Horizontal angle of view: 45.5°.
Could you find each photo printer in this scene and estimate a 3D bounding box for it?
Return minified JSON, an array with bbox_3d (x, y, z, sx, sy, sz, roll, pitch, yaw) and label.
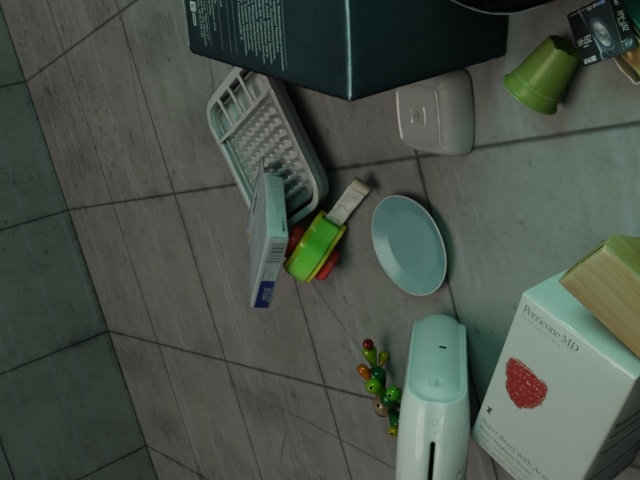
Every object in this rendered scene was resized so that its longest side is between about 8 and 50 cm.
[{"bbox_3d":[0.180,0.294,1.226,0.107,0.307,0.256,4,110,8],"label":"photo printer"}]

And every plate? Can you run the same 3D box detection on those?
[{"bbox_3d":[0.160,0.007,1.349,0.188,0.024,0.188,31,132,42],"label":"plate"}]

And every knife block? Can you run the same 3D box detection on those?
[{"bbox_3d":[0.425,0.127,0.845,0.088,0.276,0.242,124,148,-51],"label":"knife block"}]

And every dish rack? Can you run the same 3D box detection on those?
[{"bbox_3d":[-0.103,-0.190,1.573,0.285,0.072,0.332,-32,81,56],"label":"dish rack"}]

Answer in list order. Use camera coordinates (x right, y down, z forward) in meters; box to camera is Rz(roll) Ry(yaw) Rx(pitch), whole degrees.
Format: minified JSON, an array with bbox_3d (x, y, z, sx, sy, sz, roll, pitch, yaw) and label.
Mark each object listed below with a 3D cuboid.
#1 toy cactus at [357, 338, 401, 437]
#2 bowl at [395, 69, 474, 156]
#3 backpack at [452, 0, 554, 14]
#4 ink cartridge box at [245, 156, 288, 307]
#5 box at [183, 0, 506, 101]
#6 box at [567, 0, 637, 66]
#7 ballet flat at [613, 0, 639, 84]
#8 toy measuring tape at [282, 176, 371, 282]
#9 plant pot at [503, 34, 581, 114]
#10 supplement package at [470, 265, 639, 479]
[{"bbox_3d":[0.139,0.305,1.506,0.219,0.112,0.180,53,163,18],"label":"toy cactus"},{"bbox_3d":[0.169,-0.199,1.191,0.142,0.053,0.142,22,127,49],"label":"bowl"},{"bbox_3d":[0.232,-0.357,0.822,0.253,0.225,0.191,-18,69,43],"label":"backpack"},{"bbox_3d":[-0.110,-0.015,1.544,0.223,0.045,0.224,108,160,-47],"label":"ink cartridge box"},{"bbox_3d":[0.023,-0.365,1.085,0.395,0.294,0.212,28,130,46],"label":"box"},{"bbox_3d":[0.320,-0.239,0.871,0.083,0.018,0.067,-171,61,-77],"label":"box"},{"bbox_3d":[0.393,-0.189,0.862,0.232,0.080,0.073,63,157,25],"label":"ballet flat"},{"bbox_3d":[0.000,0.000,1.479,0.121,0.121,0.330,60,148,13],"label":"toy measuring tape"},{"bbox_3d":[0.293,-0.219,0.986,0.083,0.083,0.079,52,132,23],"label":"plant pot"},{"bbox_3d":[0.353,0.196,1.037,0.177,0.175,0.293,41,138,36],"label":"supplement package"}]
